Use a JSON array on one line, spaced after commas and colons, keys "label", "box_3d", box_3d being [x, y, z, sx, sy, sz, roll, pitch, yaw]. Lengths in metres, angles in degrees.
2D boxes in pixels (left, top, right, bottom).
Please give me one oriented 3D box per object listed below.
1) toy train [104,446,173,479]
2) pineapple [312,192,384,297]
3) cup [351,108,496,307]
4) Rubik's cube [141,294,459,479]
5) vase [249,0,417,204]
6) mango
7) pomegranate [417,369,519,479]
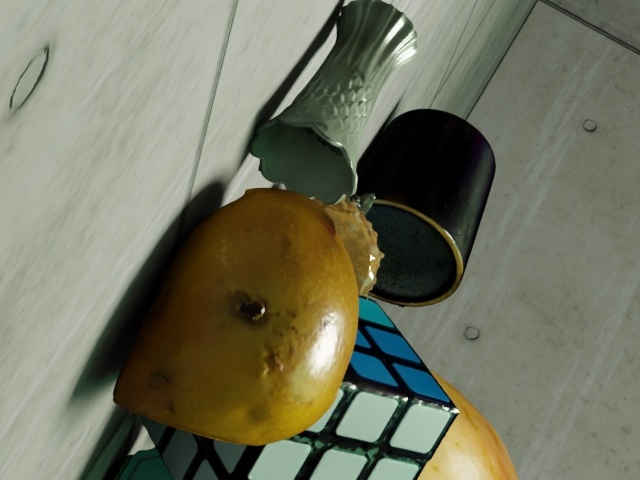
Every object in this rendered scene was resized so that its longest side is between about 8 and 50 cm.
[{"label": "toy train", "box_3d": [-0.119, 0.253, 1.622, 0.198, 0.154, 0.107, -59, 179, -5]}, {"label": "pineapple", "box_3d": [0.000, 0.000, 1.720, 0.119, 0.111, 0.237, -29, -173, 3]}, {"label": "cup", "box_3d": [0.078, -0.041, 2.302, 0.166, 0.239, 0.177, 61, 39, -34]}, {"label": "Rubik's cube", "box_3d": [-0.019, 0.131, 1.539, 0.163, 0.162, 0.160, -62, -144, 20]}, {"label": "vase", "box_3d": [0.017, -0.104, 1.401, 0.148, 0.081, 0.081, -60, 176, -34]}, {"label": "mango", "box_3d": [-0.041, 0.048, 1.333, 0.236, 0.136, 0.166, -101, -145, -86]}, {"label": "pomegranate", "box_3d": [0.006, 0.290, 2.016, 0.411, 0.411, 0.411, -60, 175, -8]}]
